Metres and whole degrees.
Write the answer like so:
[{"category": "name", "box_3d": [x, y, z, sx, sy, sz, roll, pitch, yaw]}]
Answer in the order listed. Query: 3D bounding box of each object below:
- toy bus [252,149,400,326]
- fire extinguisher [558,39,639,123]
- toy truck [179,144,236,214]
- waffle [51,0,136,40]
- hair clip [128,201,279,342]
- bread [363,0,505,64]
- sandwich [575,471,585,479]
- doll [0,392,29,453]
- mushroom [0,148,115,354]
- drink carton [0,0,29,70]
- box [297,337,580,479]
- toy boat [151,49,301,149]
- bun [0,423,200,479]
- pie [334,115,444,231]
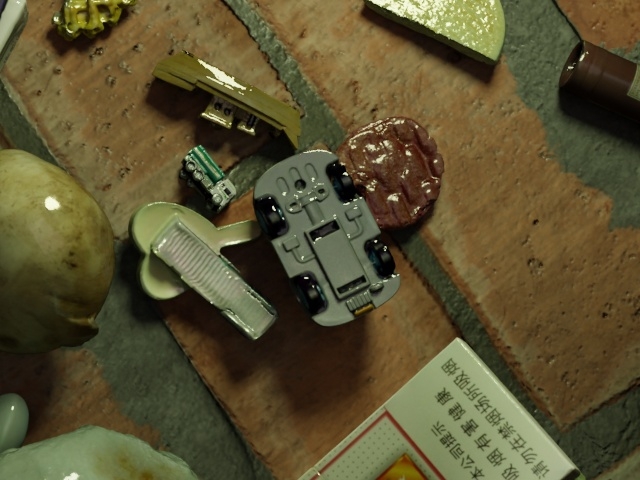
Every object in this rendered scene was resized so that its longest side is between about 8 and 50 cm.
[{"category": "toy bus", "box_3d": [0.000, 0.000, 1.817, 0.126, 0.136, 0.209, -27, 88, -9]}, {"category": "fire extinguisher", "box_3d": [0.434, -0.198, 1.948, 0.231, 0.071, 0.099, 21, 54, -7]}, {"category": "toy truck", "box_3d": [-0.141, -0.077, 1.853, 0.044, 0.039, 0.083, -39, 90, -25]}, {"category": "waffle", "box_3d": [-0.309, -0.352, 1.847, 0.149, 0.051, 0.194, -40, 92, -12]}, {"category": "hair clip", "box_3d": [-0.139, 0.027, 1.826, 0.218, 0.071, 0.159, 41, 78, -9]}, {"category": "bread", "box_3d": [0.161, -0.315, 1.929, 0.193, 0.036, 0.112, 25, 76, -3]}, {"category": "sandwich", "box_3d": [0.316, 0.363, 1.851, 0.288, 0.099, 0.254, 3, 84, -8]}, {"category": "doll", "box_3d": [-0.466, 0.258, 1.726, 0.195, 0.153, 0.258, 29, 97, -24]}, {"category": "mushroom", "box_3d": [-0.346, 0.018, 1.735, 0.255, 0.184, 0.255, 4, 102, 17]}, {"category": "drink carton", "box_3d": [-0.482, -0.275, 1.786, 0.222, 0.102, 0.134, 27, 83, -6]}, {"category": "box", "box_3d": [0.117, 0.306, 1.760, 0.330, 0.095, 0.210, -43, 70, 4]}, {"category": "toy boat", "box_3d": [-0.115, -0.171, 1.856, 0.206, 0.064, 0.072, 28, 95, -6]}, {"category": "bun", "box_3d": [-0.282, 0.352, 1.666, 0.362, 0.362, 0.211, -12, 46, -10]}, {"category": "pie", "box_3d": [0.086, -0.084, 1.892, 0.153, 0.038, 0.153, 1, 83, -12]}]
